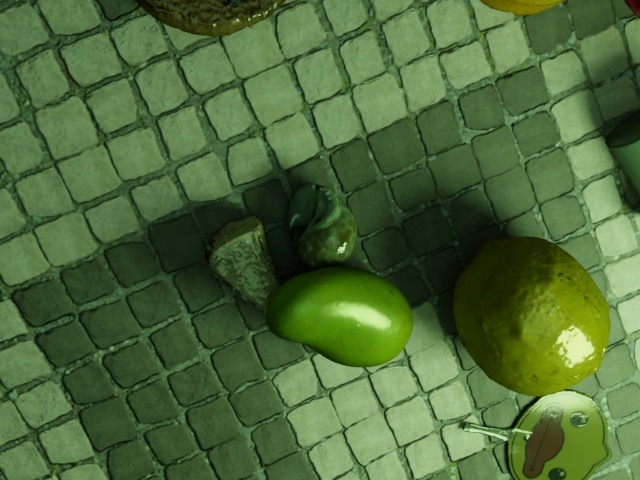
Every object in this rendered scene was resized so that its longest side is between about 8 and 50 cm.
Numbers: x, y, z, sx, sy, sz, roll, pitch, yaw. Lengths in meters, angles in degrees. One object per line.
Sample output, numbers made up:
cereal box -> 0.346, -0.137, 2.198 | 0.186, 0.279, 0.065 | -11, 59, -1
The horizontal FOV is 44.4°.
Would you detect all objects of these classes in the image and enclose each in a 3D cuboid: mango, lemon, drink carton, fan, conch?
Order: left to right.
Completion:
conch -> 0.008, -0.013, 1.344 | 0.116, 0.106, 0.172 | -19, 86, 20
mango -> 0.037, 0.127, 1.324 | 0.293, 0.143, 0.175 | 18, 113, -40
lemon -> 0.364, 0.131, 1.362 | 0.261, 0.260, 0.283 | -19, 111, -6
fan -> 0.435, 0.395, 1.554 | 0.335, 0.011, 0.229 | 15, 99, -15
drink carton -> 0.622, -0.133, 1.388 | 0.191, 0.185, 0.189 | -37, 103, 1

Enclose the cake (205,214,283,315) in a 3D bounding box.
cake -> -0.122, 0.079, 1.347 | 0.117, 0.086, 0.220 | -18, 107, -2

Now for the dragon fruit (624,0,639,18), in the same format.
dragon fruit -> 0.530, -0.456, 1.264 | 0.100, 0.344, 0.282 | -13, 73, 28

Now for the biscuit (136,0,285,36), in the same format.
biscuit -> -0.172, -0.460, 1.226 | 0.296, 0.075, 0.295 | -1, 97, -11

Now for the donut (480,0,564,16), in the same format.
donut -> 0.352, -0.529, 1.289 | 0.303, 0.110, 0.302 | -2, 103, -11
